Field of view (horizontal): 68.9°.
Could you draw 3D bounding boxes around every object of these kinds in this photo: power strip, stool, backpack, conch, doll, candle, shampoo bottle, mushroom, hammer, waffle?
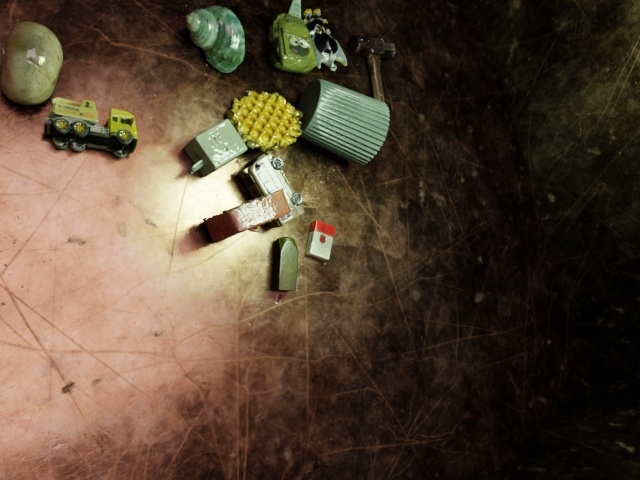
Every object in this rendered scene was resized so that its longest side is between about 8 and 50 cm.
[{"bbox_3d":[-0.413,-0.330,1.739,0.224,0.139,0.140,-40,106,-32],"label":"power strip"},{"bbox_3d":[0.082,-0.516,2.022,0.330,0.297,0.296,16,74,-26],"label":"stool"},{"bbox_3d":[-0.128,-0.848,2.023,0.207,0.140,0.253,-3,77,-34],"label":"backpack"},{"bbox_3d":[-0.409,-0.801,1.815,0.277,0.196,0.220,20,100,-55],"label":"conch"},{"bbox_3d":[0.004,-0.915,2.138,0.146,0.103,0.316,-11,80,-50],"label":"doll"},{"bbox_3d":[-0.262,-0.076,1.672,0.317,0.287,0.131,-22,95,3],"label":"candle"},{"bbox_3d":[-0.115,-1.047,2.117,0.069,0.041,0.190,12,75,-25],"label":"shampoo bottle"},{"bbox_3d":[-0.902,-0.559,1.423,0.195,0.189,0.253,17,70,-33],"label":"mushroom"},{"bbox_3d":[0.272,-0.804,2.321,0.243,0.095,0.408,-8,92,-34],"label":"hammer"},{"bbox_3d":[-0.229,-0.482,1.890,0.330,0.062,0.328,7,62,-14],"label":"waffle"}]

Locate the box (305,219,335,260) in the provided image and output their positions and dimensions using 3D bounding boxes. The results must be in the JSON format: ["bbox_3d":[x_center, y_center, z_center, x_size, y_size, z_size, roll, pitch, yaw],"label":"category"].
[{"bbox_3d":[0.000,0.000,2.014,0.100,0.048,0.151,22,73,-31],"label":"box"}]

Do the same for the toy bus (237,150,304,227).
[{"bbox_3d":[-0.198,-0.199,1.864,0.157,0.139,0.289,-35,105,-28],"label":"toy bus"}]

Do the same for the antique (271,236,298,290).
[{"bbox_3d":[-0.143,0.095,1.881,0.082,0.080,0.220,9,78,-31],"label":"antique"}]

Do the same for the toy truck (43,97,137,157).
[{"bbox_3d":[-0.749,-0.381,1.537,0.273,0.124,0.156,5,69,-30],"label":"toy truck"}]
